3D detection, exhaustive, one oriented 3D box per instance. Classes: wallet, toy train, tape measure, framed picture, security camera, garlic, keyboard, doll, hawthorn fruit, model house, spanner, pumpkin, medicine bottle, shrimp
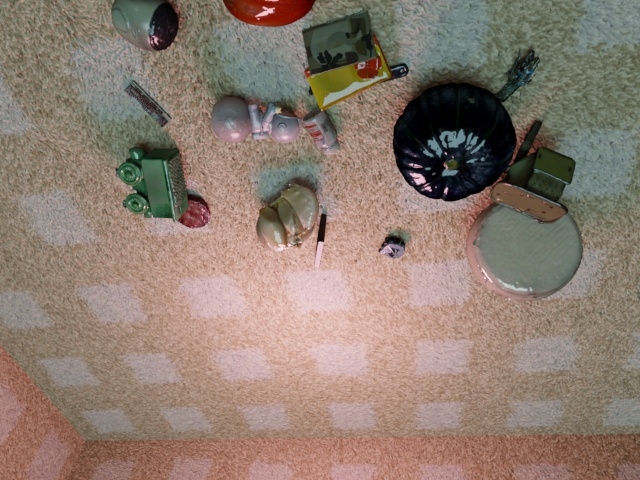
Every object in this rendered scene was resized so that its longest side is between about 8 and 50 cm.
[{"bbox_3d":[0.081,-0.501,1.416,0.241,0.067,0.141,-22,108,15],"label":"wallet"},{"bbox_3d":[-0.594,-0.200,1.681,0.201,0.145,0.266,2,119,5],"label":"toy train"},{"bbox_3d":[0.284,0.027,1.848,0.094,0.054,0.091,18,134,-5],"label":"tape measure"},{"bbox_3d":[0.053,-0.571,1.374,0.200,0.010,0.136,-10,94,13],"label":"framed picture"},{"bbox_3d":[-0.484,-0.659,1.297,0.191,0.197,0.277,21,135,0],"label":"security camera"},{"bbox_3d":[-0.106,-0.062,1.733,0.281,0.203,0.184,-34,160,12],"label":"garlic"},{"bbox_3d":[-0.572,-0.451,1.574,0.055,0.017,0.166,-30,120,26],"label":"keyboard"},{"bbox_3d":[-0.200,-0.377,1.521,0.287,0.151,0.151,6,129,-3],"label":"doll"},{"bbox_3d":[-0.099,-0.694,1.195,0.330,0.287,0.287,-1,130,-11],"label":"hawthorn fruit"},{"bbox_3d":[0.693,-0.226,1.468,0.218,0.205,0.279,28,86,10],"label":"model house"},{"bbox_3d":[0.000,0.000,1.780,0.023,0.169,0.128,8,129,-2],"label":"framed picture"},{"bbox_3d":[0.118,-0.487,1.476,0.315,0.024,0.087,-11,128,13],"label":"spanner"},{"bbox_3d":[0.401,-0.294,1.443,0.363,0.266,0.364,4,130,5],"label":"pumpkin"},{"bbox_3d":[0.007,-0.356,1.553,0.079,0.079,0.140,-20,124,20],"label":"medicine bottle"},{"bbox_3d":[0.584,-0.489,1.412,0.082,0.076,0.174,52,132,17],"label":"shrimp"}]

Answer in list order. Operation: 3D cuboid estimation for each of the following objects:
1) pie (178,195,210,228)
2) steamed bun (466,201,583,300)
[{"bbox_3d":[-0.498,-0.109,1.827,0.154,0.036,0.155,3,129,4],"label":"pie"},{"bbox_3d":[0.701,0.026,1.656,0.374,0.241,0.375,-1,87,12],"label":"steamed bun"}]
